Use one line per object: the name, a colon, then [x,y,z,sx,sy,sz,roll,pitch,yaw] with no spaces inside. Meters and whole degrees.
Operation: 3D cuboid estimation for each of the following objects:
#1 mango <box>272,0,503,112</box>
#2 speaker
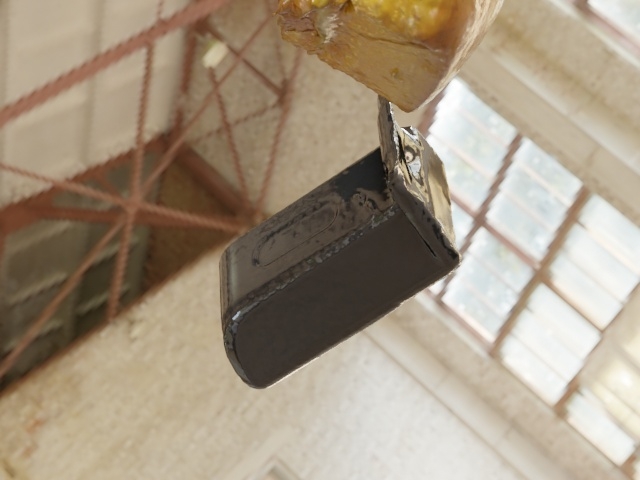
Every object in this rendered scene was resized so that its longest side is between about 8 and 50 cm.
mango: [0.067,-0.207,1.112,0.199,0.201,0.350,-21,0,13]
speaker: [0.000,0.000,1.673,0.388,0.180,0.184,-35,-50,28]
